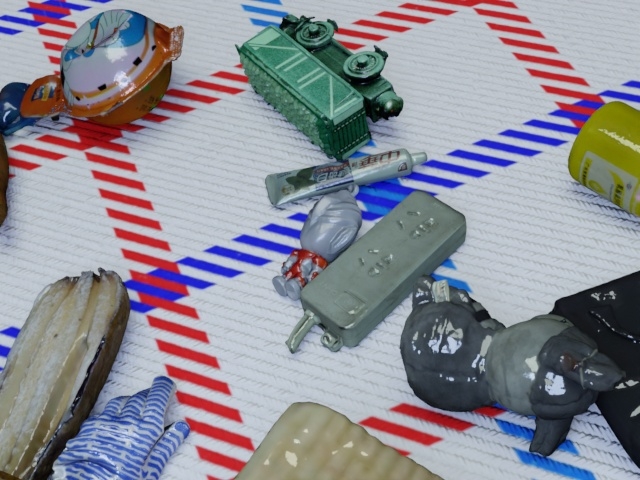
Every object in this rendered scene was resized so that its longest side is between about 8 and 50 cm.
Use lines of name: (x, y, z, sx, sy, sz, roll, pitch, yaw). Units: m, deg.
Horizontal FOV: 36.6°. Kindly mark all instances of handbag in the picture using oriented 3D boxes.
handbag: (0.430, 0.127, 1.112, 0.275, 0.088, 0.244, -20, 50, -4)

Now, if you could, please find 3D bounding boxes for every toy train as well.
toy train: (0.005, -0.236, 1.439, 0.154, 0.115, 0.269, -39, 57, -11)

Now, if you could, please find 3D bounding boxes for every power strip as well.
power strip: (0.066, 0.049, 1.242, 0.093, 0.053, 0.288, 35, 63, 29)

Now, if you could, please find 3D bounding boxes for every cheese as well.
cheese: (-0.354, -0.248, 1.484, 0.329, 0.129, 0.217, -17, 44, 18)

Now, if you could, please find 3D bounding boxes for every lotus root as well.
lotus root: (-0.321, 0.187, 1.177, 0.167, 0.078, 0.329, -6, 50, 33)

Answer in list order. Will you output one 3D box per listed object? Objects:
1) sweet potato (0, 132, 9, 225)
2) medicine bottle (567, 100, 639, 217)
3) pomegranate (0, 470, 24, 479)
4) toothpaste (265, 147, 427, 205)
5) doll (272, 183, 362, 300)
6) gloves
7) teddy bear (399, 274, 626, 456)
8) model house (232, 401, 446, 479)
sweet potato: (-0.520, -0.130, 1.425, 0.112, 0.112, 0.359, -23, 51, -10)
medicine bottle: (0.438, -0.082, 1.249, 0.122, 0.122, 0.212, -39, 58, -21)
pomegranate: (-0.348, 0.366, 0.889, 0.332, 0.332, 0.332, -4, 52, 5)
toothpaste: (0.037, -0.093, 1.366, 0.233, 0.038, 0.060, -13, 50, 1)
doll: (0.000, 0.000, 1.279, 0.094, 0.079, 0.180, 17, 67, 48)
gloves: (-0.232, 0.249, 1.110, 0.119, 0.097, 0.229, 32, 52, -7)
teddy bear: (0.218, 0.147, 1.087, 0.251, 0.171, 0.144, 15, 36, 26)
model house: (0.016, 0.397, 0.836, 0.342, 0.334, 0.382, 28, 55, 14)
